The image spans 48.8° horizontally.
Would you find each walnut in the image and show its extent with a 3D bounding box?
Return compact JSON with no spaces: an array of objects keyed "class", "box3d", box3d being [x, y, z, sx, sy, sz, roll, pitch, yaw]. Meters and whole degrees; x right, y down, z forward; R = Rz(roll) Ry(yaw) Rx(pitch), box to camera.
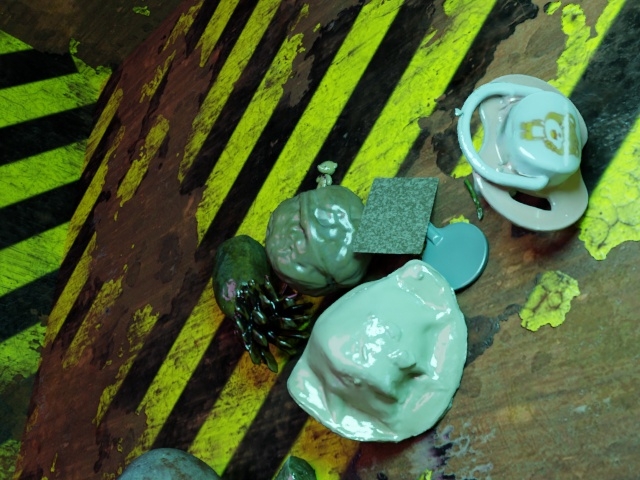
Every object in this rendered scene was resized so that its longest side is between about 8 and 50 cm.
[{"class":"walnut","box3d":[0.002,-0.001,1.669,0.273,0.227,0.273,-22,57,38]}]

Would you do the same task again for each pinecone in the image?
[{"class":"pinecone","box3d":[-0.116,0.190,1.716,0.201,0.229,0.202,-35,36,-10]}]

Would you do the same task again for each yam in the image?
[{"class":"yam","box3d":[-0.078,0.569,1.534,0.107,0.107,0.183,29,91,54]}]

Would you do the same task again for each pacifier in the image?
[{"class":"pacifier","box3d":[0.384,-0.160,1.326,0.220,0.273,0.332,-1,64,21]}]

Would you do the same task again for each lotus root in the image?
[{"class":"lotus root","box3d":[-0.214,0.104,1.933,0.160,0.152,0.275,-34,47,21]}]

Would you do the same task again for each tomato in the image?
[{"class":"tomato","box3d":[-0.371,0.651,1.669,0.316,0.282,0.316,-51,1,1]}]

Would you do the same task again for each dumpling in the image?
[{"class":"dumpling","box3d":[0.137,0.240,1.433,0.395,0.233,0.315,-46,70,1]}]

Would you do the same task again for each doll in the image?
[{"class":"doll","box3d":[0.016,-0.169,1.925,0.061,0.051,0.093,21,114,53]}]

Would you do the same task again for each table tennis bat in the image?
[{"class":"table tennis bat","box3d":[0.261,0.010,1.509,0.153,0.040,0.244,-50,41,10]}]

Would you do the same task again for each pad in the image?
[{"class":"pad","box3d":[0.169,-0.060,1.575,0.158,0.003,0.235,2,48,21]}]

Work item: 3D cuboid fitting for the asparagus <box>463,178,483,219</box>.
[{"class":"asparagus","box3d":[0.327,-0.088,1.506,0.015,0.014,0.114,-41,42,29]}]
